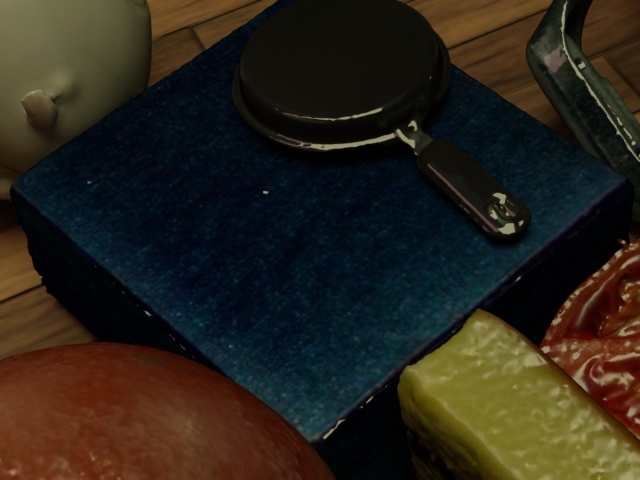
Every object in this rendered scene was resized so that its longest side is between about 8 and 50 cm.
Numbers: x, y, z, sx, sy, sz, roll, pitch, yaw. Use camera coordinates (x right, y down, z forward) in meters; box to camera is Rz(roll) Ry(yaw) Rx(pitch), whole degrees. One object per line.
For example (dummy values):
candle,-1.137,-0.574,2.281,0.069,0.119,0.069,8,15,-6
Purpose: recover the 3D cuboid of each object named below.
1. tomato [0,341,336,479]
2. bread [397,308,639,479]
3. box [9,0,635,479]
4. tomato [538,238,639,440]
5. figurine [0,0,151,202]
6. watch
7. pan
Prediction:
tomato,-0.107,0.171,0.711,0.265,0.265,0.264,-4,50,5
bread,0.176,0.192,0.725,0.077,0.138,0.361,-33,53,-16
box,0.000,0.000,0.928,0.261,0.116,0.279,-36,53,-23
tomato,0.218,0.078,0.851,0.166,0.082,0.174,31,65,34
figurine,-0.316,-0.109,1.000,0.394,0.274,0.226,-28,33,10
watch,0.241,-0.119,0.961,0.193,0.068,0.206,-34,72,13
pan,0.042,-0.078,0.901,0.136,0.028,0.235,-33,54,-20
